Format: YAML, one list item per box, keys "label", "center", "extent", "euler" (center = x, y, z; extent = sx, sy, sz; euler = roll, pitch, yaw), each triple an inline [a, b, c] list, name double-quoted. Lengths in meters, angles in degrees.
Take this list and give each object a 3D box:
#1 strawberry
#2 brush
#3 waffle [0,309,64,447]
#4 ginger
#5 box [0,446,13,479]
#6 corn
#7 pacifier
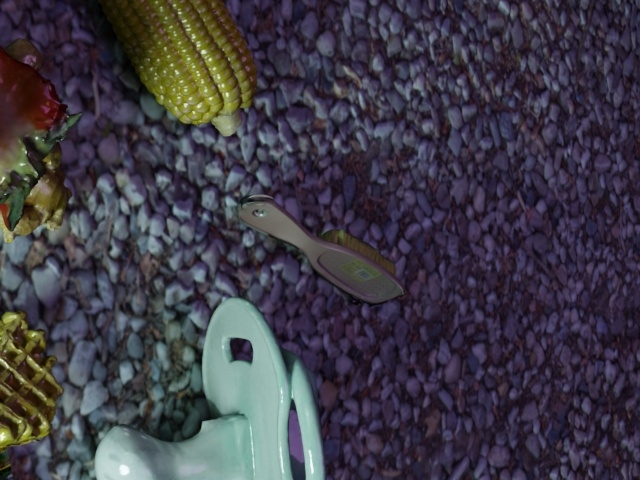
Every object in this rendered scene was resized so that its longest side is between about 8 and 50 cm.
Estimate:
- label: "strawberry"
  center: [-0.375, -0.123, 1.828]
  extent: [0.228, 0.098, 0.174]
  euler: [30, 77, -12]
- label: "brush"
  center: [-0.001, 0.000, 2.338]
  extent: [0.313, 0.072, 0.067]
  euler: [32, 40, -43]
- label: "waffle"
  center: [-0.348, 0.146, 1.866]
  extent: [0.194, 0.051, 0.149]
  euler: [-5, 61, -45]
- label: "ginger"
  center: [-0.321, -0.098, 1.938]
  extent: [0.176, 0.052, 0.193]
  euler: [49, 60, -38]
- label: "box"
  center: [-0.357, 0.248, 1.889]
  extent: [0.087, 0.023, 0.155]
  euler: [-22, 105, -54]
- label: "corn"
  center: [-0.179, -0.265, 2.067]
  extent: [0.130, 0.130, 0.347]
  euler: [-55, 127, -38]
- label: "pacifier"
  center: [-0.119, 0.241, 2.047]
  extent: [0.269, 0.288, 0.343]
  euler: [-9, 91, -26]
